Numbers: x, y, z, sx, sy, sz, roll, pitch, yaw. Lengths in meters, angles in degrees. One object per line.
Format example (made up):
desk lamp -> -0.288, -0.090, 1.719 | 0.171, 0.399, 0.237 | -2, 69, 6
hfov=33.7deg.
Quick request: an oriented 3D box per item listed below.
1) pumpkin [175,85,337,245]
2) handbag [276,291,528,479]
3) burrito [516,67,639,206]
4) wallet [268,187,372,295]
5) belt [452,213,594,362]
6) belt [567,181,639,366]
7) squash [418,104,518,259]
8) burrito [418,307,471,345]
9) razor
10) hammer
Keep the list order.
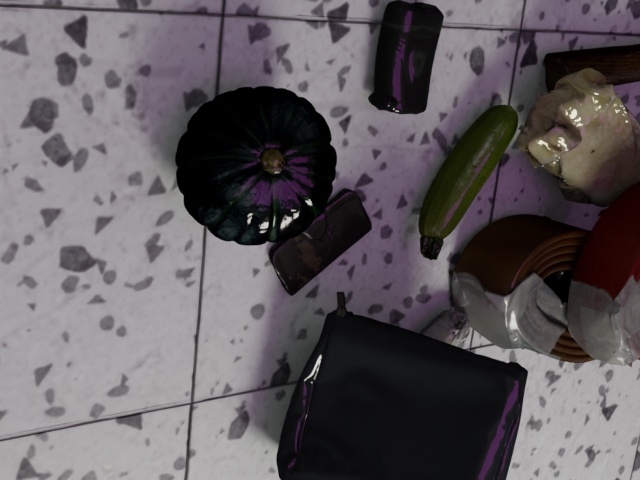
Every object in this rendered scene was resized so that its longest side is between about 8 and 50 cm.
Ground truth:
pumpkin -> -0.076, -0.089, 1.240 | 0.194, 0.150, 0.194 | -6, 100, -39
handbag -> 0.115, 0.229, 1.438 | 0.178, 0.302, 0.275 | -25, 130, -82
burrito -> 0.416, -0.138, 1.601 | 0.175, 0.107, 0.348 | -43, 142, 19
wallet -> 0.000, 0.000, 1.416 | 0.157, 0.018, 0.082 | -38, 126, -19
belt -> 0.355, 0.076, 1.651 | 0.339, 0.122, 0.217 | 16, 95, -41
belt -> 0.503, 0.045, 1.605 | 0.324, 0.115, 0.227 | -45, 122, -18
squash -> 0.200, -0.089, 1.502 | 0.066, 0.066, 0.252 | 39, 81, -40
burrito -> 0.147, 0.179, 1.567 | 0.203, 0.064, 0.064 | -43, 127, -16
razor -> 0.113, -0.238, 1.386 | 0.090, 0.054, 0.148 | -3, 110, -36
hammer -> 0.514, -0.276, 1.656 | 0.409, 0.095, 0.242 | -13, 115, -31
